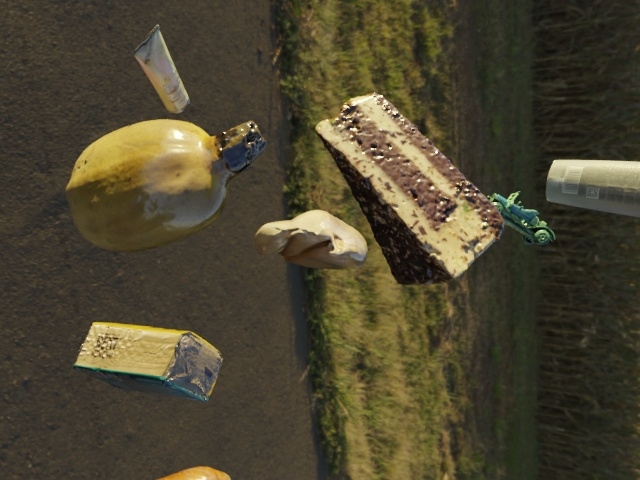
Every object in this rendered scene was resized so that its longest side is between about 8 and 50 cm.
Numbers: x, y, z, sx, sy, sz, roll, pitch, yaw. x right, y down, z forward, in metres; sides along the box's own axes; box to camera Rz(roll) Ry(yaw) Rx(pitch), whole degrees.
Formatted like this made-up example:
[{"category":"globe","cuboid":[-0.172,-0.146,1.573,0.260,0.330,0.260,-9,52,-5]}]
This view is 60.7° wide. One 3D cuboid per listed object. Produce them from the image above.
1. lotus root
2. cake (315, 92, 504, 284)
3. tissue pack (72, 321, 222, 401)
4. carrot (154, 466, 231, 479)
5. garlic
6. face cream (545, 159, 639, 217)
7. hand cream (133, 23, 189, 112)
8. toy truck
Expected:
[{"category":"lotus root","cuboid":[-0.219,-0.087,0.785,0.183,0.310,0.182,-16,90,-73]},{"category":"cake","cuboid":[0.116,-0.064,0.657,0.112,0.135,0.246,-38,111,-23]},{"category":"tissue pack","cuboid":[-0.391,0.277,1.263,0.192,0.271,0.134,54,44,-55]},{"category":"carrot","cuboid":[-0.181,0.238,0.469,0.216,0.048,0.048,-2,95,-30]},{"category":"garlic","cuboid":[0.000,0.000,1.153,0.217,0.228,0.110,23,74,-36]},{"category":"face cream","cuboid":[0.588,-0.102,1.064,0.073,0.269,0.107,2,98,-51]},{"category":"hand cream","cuboid":[-0.232,-0.248,0.815,0.061,0.039,0.143,-58,162,-20]},{"category":"toy truck","cuboid":[0.411,-0.051,1.131,0.078,0.154,0.080,-59,-179,1]}]
